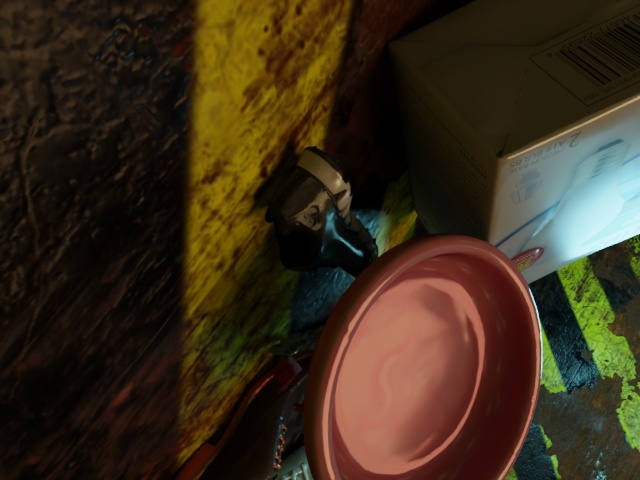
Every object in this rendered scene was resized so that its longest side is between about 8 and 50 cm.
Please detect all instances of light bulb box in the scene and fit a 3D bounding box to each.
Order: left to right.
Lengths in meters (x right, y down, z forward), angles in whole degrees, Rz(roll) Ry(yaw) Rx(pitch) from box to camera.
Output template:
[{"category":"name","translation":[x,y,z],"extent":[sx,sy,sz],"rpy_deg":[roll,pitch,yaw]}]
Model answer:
[{"category":"light bulb box","translation":[0.315,-0.135,0.580],"extent":[0.358,0.225,0.361],"rpy_deg":[-26,146,2]}]

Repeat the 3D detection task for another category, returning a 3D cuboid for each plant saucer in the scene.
[{"category":"plant saucer","translation":[0.117,0.156,0.494],"extent":[0.332,0.084,0.331],"rpy_deg":[-3,97,-31]}]

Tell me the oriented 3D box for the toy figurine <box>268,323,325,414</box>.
[{"category":"toy figurine","translation":[0.124,0.123,0.630],"extent":[0.363,0.191,0.217],"rpy_deg":[-4,136,-55]}]

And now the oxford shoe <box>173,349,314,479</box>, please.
[{"category":"oxford shoe","translation":[-0.077,0.274,0.605],"extent":[0.271,0.098,0.096],"rpy_deg":[-48,148,-19]}]

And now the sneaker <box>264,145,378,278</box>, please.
[{"category":"sneaker","translation":[0.000,0.000,0.512],"extent":[0.106,0.078,0.234],"rpy_deg":[-47,147,-10]}]

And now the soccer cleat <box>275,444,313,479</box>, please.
[{"category":"soccer cleat","translation":[-0.081,0.461,0.745],"extent":[0.331,0.116,0.143],"rpy_deg":[-34,141,-37]}]

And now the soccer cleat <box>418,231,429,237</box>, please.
[{"category":"soccer cleat","translation":[0.299,-0.002,0.885],"extent":[0.289,0.121,0.093],"rpy_deg":[-16,84,-44]}]
